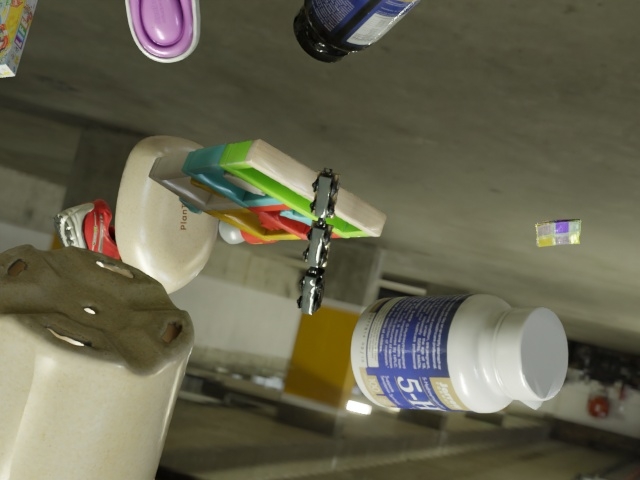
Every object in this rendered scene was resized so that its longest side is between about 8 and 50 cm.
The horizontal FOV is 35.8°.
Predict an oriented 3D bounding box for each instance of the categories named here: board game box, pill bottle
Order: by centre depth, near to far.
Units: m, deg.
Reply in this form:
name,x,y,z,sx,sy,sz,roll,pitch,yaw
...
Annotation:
name,x,y,z,sx,sy,sz,roll,pitch,yaw
pill bottle,0.131,0.107,0.941,0.187,0.112,0.112,-6,163,44
pill bottle,0.054,-0.326,1.309,0.123,0.123,0.219,15,154,-25
board game box,-0.476,-0.302,1.441,0.103,0.154,0.026,-4,150,17

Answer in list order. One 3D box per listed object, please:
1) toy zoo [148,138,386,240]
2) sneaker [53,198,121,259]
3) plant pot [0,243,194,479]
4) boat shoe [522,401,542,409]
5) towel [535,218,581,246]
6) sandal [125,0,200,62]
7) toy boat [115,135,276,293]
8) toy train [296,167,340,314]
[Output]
name,x,y,z,sx,sy,sz,roll,pitch,yaw
toy zoo,-0.082,-0.053,1.201,0.192,0.030,0.293,29,163,-31
sneaker,-0.406,0.034,1.859,0.107,0.118,0.279,47,155,32
plant pot,-0.291,0.184,1.056,0.334,0.305,0.334,22,-160,-9
boat shoe,0.245,0.142,1.307,0.267,0.088,0.096,36,-173,-40
towel,0.445,-0.014,1.855,0.083,0.060,0.009,-4,-142,6
sandal,-0.292,-0.503,1.660,0.169,0.416,0.102,-16,-161,5
toy boat,-0.220,-0.035,1.718,0.318,0.267,0.148,9,178,-41
toy train,0.000,0.000,1.001,0.027,0.158,0.036,14,-156,15
